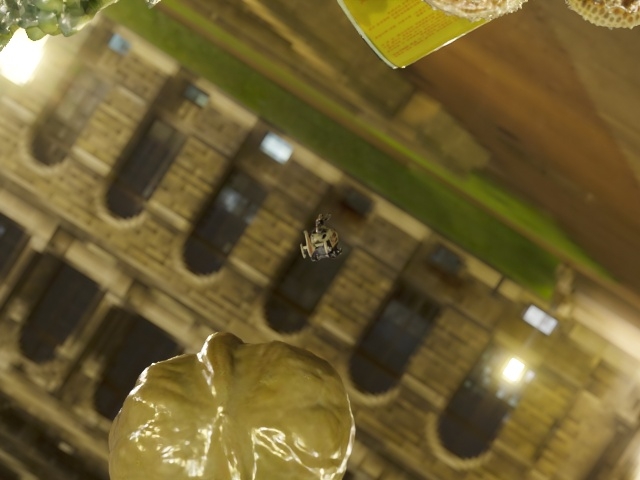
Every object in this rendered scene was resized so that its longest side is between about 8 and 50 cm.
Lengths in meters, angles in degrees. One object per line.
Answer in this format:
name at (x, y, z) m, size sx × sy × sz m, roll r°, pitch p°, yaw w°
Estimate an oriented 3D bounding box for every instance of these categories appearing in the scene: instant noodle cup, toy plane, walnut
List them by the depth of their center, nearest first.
instant noodle cup at (0.139, -0.312, 1.647) m, size 0.215 × 0.236 × 0.215 m, roll 49°, pitch -161°, yaw -23°
toy plane at (0.000, 0.000, 1.740) m, size 0.031 × 0.049 × 0.121 m, roll -9°, pitch -169°, yaw 14°
walnut at (-0.106, 0.242, 1.797) m, size 0.282 × 0.253 × 0.277 m, roll 17°, pitch 160°, yaw 7°

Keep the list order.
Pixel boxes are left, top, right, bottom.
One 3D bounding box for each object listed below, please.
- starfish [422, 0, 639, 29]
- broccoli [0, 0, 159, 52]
starfish at (0.161, -0.226, 1.089) m, size 0.216 × 0.238 × 0.071 m, roll 46°, pitch 154°, yaw 16°
broccoli at (-0.110, -0.225, 0.925) m, size 0.245 × 0.288 × 0.248 m, roll 38°, pitch -150°, yaw -64°
